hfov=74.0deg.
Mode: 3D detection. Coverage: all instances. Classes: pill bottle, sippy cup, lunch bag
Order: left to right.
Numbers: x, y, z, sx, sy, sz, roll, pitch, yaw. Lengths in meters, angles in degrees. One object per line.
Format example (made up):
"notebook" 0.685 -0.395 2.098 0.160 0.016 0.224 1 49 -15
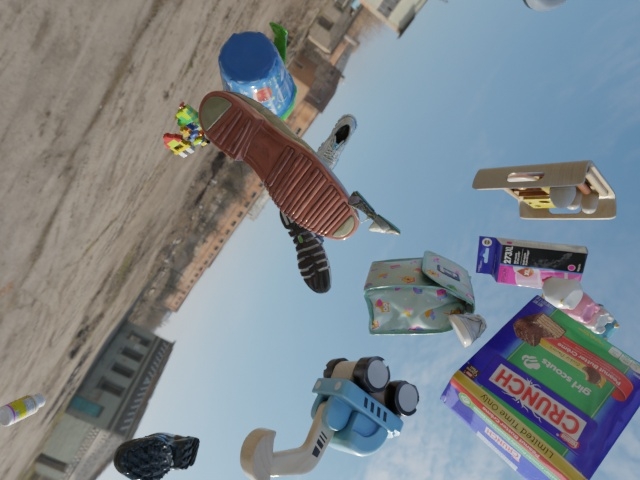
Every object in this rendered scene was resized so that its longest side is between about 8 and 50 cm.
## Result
"pill bottle" -0.646 0.363 0.921 0.043 0.043 0.083 -54 168 14
"sippy cup" -0.195 -0.481 1.254 0.224 0.239 0.306 84 -4 -81
"lunch bag" 0.252 0.129 1.077 0.261 0.160 0.223 -8 -166 16

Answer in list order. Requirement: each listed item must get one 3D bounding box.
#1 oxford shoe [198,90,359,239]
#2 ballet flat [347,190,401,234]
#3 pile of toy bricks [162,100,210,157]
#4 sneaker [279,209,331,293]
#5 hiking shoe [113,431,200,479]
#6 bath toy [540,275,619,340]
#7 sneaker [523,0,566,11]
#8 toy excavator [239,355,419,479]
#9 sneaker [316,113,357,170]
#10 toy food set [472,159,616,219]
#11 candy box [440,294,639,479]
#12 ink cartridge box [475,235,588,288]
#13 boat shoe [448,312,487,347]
"oxford shoe" -0.060 -0.169 0.882 0.140 0.397 0.146 -43 -177 30
"ballet flat" 0.093 -0.040 0.769 0.041 0.114 0.041 -46 175 -6
"pile of toy bricks" -0.327 -0.314 1.103 0.212 0.105 0.118 -18 -126 33
"sneaker" 0.000 0.000 1.226 0.106 0.282 0.162 -15 -173 40
"hiking shoe" -0.466 0.588 1.160 0.131 0.304 0.113 0 -114 20
"bath toy" 0.835 0.227 1.405 0.151 0.348 0.129 -50 -152 8
"sneaker" 0.348 -0.460 0.742 0.146 0.104 0.296 -12 -138 47
"toy excavator" 0.037 0.545 1.251 0.222 0.432 0.446 -24 -148 52
"sneaker" 0.036 -0.264 1.192 0.191 0.071 0.083 -60 -174 24
"toy food set" 0.517 -0.095 0.971 0.219 0.306 0.093 3 -100 44
"candy box" 0.454 0.299 0.860 0.317 0.268 0.122 -32 142 -26
"ink cartridge box" 0.793 0.088 1.625 0.069 0.370 0.176 -48 139 -52
"boat shoe" 0.296 0.170 0.841 0.063 0.066 0.184 -27 159 11
